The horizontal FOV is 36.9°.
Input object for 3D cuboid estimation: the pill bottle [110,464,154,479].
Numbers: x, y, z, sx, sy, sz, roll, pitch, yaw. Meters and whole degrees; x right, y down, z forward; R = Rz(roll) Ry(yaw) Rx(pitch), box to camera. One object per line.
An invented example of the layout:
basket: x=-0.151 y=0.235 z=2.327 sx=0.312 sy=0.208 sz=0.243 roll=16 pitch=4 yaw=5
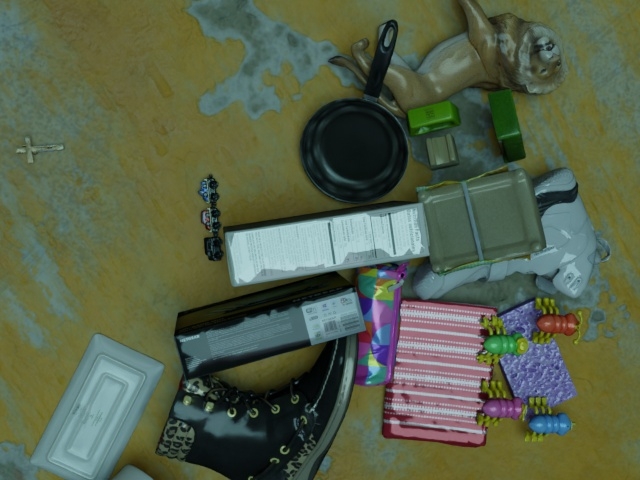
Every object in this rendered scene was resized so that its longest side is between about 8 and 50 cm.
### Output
pill bottle: x=-0.394 y=0.572 z=1.626 sx=0.204 sy=0.204 sz=0.361 roll=46 pitch=64 yaw=-8

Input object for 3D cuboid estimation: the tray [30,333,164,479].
tray: x=-0.406 y=0.318 z=1.741 sx=0.145 sy=0.030 sz=0.270 roll=27 pitch=91 yaw=-7

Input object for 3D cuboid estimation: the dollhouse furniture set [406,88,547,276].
dollhouse furniture set: x=0.275 y=-0.090 z=1.693 sx=0.197 sy=0.151 sz=0.301 roll=-12 pitch=78 yaw=11

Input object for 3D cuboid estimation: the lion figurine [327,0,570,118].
lion figurine: x=0.235 y=-0.315 z=1.732 sx=0.392 sy=0.142 sz=0.240 roll=-24 pitch=105 yaw=10

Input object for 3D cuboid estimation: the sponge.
sponge: x=0.400 y=0.227 z=1.830 sx=0.117 sy=0.031 sz=0.210 roll=-24 pitch=97 yaw=-4

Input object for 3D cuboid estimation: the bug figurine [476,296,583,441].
bug figurine: x=0.388 y=0.248 z=1.765 sx=0.216 sy=0.072 sz=0.279 roll=0 pitch=96 yaw=-21

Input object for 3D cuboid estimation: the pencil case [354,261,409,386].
pencil case: x=0.101 y=0.149 z=1.751 sx=0.104 sy=0.104 sz=0.236 roll=6 pitch=96 yaw=-7

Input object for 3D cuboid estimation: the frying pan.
frying pan: x=0.055 y=-0.223 z=1.702 sx=0.197 sy=0.053 sz=0.326 roll=-3 pitch=110 yaw=11

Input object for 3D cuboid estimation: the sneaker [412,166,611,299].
sneaker: x=0.359 y=0.044 z=1.756 sx=0.366 sy=0.137 sz=0.210 roll=-36 pitch=95 yaw=-6

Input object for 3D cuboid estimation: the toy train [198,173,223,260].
toy train: x=-0.200 y=-0.041 z=1.740 sx=0.036 sy=0.027 sz=0.158 roll=-3 pitch=95 yaw=4

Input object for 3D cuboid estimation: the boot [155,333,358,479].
boot: x=-0.111 y=0.288 z=1.696 sx=0.284 sy=0.138 sz=0.377 roll=21 pitch=114 yaw=-5

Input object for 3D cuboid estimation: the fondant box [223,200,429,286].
fondant box: x=0.000 y=0.000 z=1.660 sx=0.330 sy=0.238 sz=0.096 roll=-8 pitch=94 yaw=-6

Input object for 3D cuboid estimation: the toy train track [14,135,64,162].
toy train track: x=-0.498 y=-0.162 z=1.701 sx=0.083 sy=0.014 sz=0.048 roll=-6 pitch=88 yaw=-12

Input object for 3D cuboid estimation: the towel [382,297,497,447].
towel: x=0.223 y=0.249 z=1.797 sx=0.199 sy=0.031 sz=0.275 roll=5 pitch=94 yaw=3

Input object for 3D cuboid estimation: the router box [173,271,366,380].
router box: x=-0.093 y=0.140 z=1.658 sx=0.309 sy=0.243 sz=0.081 roll=-15 pitch=96 yaw=-6
